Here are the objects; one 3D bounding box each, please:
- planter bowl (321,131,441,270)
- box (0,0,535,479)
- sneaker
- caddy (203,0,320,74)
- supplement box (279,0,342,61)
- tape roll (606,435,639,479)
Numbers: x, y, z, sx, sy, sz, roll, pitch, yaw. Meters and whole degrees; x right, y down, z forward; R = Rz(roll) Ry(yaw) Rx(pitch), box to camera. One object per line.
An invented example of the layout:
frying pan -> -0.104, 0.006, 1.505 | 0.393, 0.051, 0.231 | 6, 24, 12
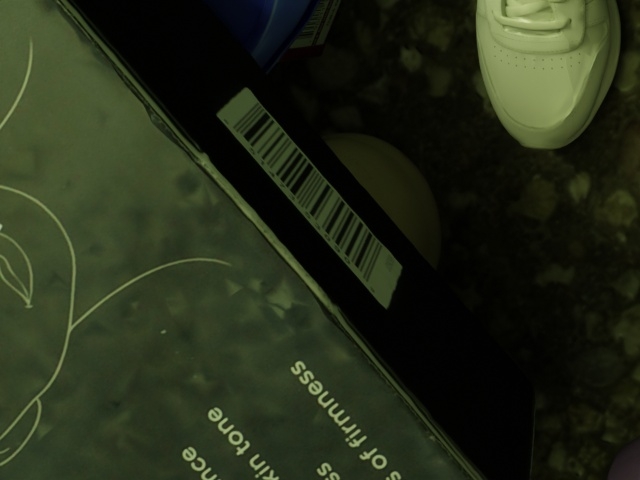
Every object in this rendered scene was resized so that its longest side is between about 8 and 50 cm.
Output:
planter bowl -> 0.000, 0.000, 1.537 | 0.162, 0.109, 0.162 | 6, 101, 30
box -> -0.186, 0.106, 1.296 | 0.472, 0.297, 0.480 | -39, 96, 14
sneaker -> 0.144, -0.214, 1.392 | 0.114, 0.152, 0.305 | 5, 102, 28
caddy -> -0.146, -0.186, 1.461 | 0.241, 0.179, 0.341 | 40, 110, -1
supplement box -> -0.073, -0.231, 1.560 | 0.188, 0.081, 0.104 | 33, 113, 22
tape roll -> 0.308, 0.235, 1.290 | 0.090, 0.275, 0.275 | -35, 80, 29
